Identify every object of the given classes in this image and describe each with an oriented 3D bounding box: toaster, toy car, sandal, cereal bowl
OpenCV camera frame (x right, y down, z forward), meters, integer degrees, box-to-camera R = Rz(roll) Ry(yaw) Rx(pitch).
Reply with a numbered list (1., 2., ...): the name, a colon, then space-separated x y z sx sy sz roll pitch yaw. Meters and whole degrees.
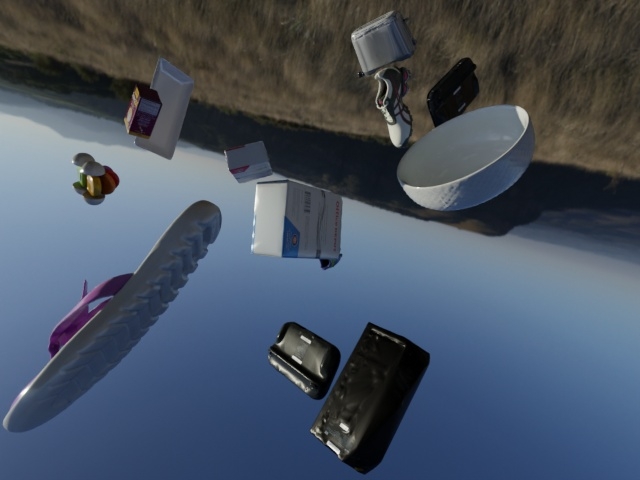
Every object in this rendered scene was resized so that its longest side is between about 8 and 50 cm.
1. toaster: 0.205 -0.669 1.368 0.227 0.146 0.129 -12 -148 32
2. toy car: -0.823 -0.230 1.484 0.182 0.159 0.136 35 -147 28
3. sandal: -0.315 0.092 0.631 0.102 0.416 0.169 35 158 6
4. cereal bowl: 0.376 -0.191 1.028 0.141 0.339 0.339 52 169 -27

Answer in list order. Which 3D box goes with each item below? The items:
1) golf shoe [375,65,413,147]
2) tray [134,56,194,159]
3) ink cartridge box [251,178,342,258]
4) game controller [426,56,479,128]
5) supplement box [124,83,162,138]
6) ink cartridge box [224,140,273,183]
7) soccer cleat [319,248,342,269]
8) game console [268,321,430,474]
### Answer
1. golf shoe: 0.243 -0.451 1.383 0.120 0.273 0.105 -19 -160 -28
2. tray: -0.479 -0.396 1.226 0.030 0.270 0.145 14 177 26
3. ink cartridge box: -0.064 -0.056 1.287 0.129 0.223 0.307 2 178 34
4. game controller: 0.501 -0.546 1.507 0.067 0.166 0.319 19 -125 42
5. supplement box: -0.348 -0.251 0.787 0.043 0.083 0.055 8 -142 -41
6. ink cartridge box: -0.200 -0.219 1.147 0.109 0.063 0.150 -15 176 -3
7. soccer cleat: 0.001 0.001 1.641 0.121 0.289 0.093 -39 -144 -22
8. game console: 0.017 0.234 0.749 0.044 0.213 0.361 41 165 -34
